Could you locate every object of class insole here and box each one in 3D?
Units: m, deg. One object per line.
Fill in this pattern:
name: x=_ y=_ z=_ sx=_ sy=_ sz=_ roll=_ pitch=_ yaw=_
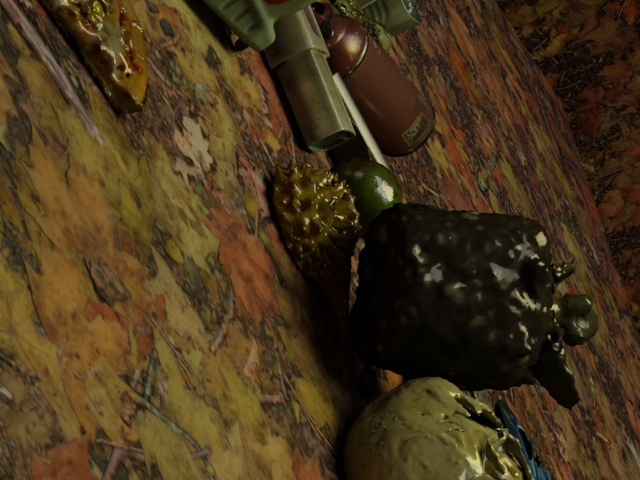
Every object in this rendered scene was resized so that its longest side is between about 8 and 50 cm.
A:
insole: x=0.234 y=0.186 z=2.392 sx=0.065 sy=0.006 sz=0.193 roll=48 pitch=23 yaw=-40

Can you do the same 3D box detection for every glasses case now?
glasses case: x=0.041 y=-0.141 z=2.183 sx=0.042 sy=0.072 sz=0.190 roll=-39 pitch=104 yaw=-43

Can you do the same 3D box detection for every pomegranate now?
pomegranate: x=0.044 y=-0.041 z=2.017 sx=0.114 sy=0.114 sz=0.142 roll=54 pitch=49 yaw=-29

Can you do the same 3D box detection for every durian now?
durian: x=0.012 y=-0.004 z=1.893 sx=0.140 sy=0.078 sz=0.224 roll=14 pitch=55 yaw=-69

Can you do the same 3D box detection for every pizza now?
pizza: x=-0.232 y=-0.233 z=1.580 sx=0.176 sy=0.036 sz=0.184 roll=47 pitch=24 yaw=-43

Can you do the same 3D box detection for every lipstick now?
lipstick: x=-0.030 y=-0.247 z=2.113 sx=0.079 sy=0.077 sz=0.253 roll=16 pitch=52 yaw=-67

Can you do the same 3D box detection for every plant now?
plant: x=0.203 y=0.080 z=1.859 sx=0.213 sy=0.312 sz=0.215 roll=155 pitch=-51 yaw=-74

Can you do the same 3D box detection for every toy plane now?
toy plane: x=0.250 y=0.304 z=1.943 sx=0.246 sy=0.078 sz=0.169 roll=63 pitch=30 yaw=-21

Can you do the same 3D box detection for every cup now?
cup: x=0.087 y=-0.377 z=2.540 sx=0.095 sy=0.129 sz=0.128 roll=67 pitch=18 yaw=10

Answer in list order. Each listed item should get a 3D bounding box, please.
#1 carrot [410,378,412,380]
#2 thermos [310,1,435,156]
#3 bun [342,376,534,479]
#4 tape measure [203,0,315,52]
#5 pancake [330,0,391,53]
carrot: x=0.143 y=0.213 z=1.999 sx=0.074 sy=0.074 sz=0.358 roll=58 pitch=21 yaw=-19
thermos: x=0.050 y=-0.257 z=2.301 sx=0.330 sy=0.109 sz=0.136 roll=41 pitch=29 yaw=-51
bun: x=0.148 y=0.265 z=1.735 sx=0.259 sy=0.152 sz=0.259 roll=35 pitch=37 yaw=-32
tape measure: x=-0.084 y=-0.382 z=1.908 sx=0.243 sy=0.246 sz=0.125 roll=40 pitch=26 yaw=-40
pancake: x=0.017 y=-0.381 z=2.363 sx=0.253 sy=0.037 sz=0.253 roll=44 pitch=8 yaw=-8
